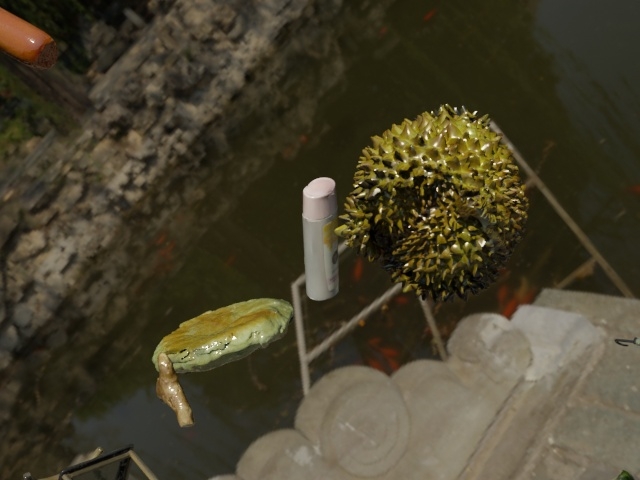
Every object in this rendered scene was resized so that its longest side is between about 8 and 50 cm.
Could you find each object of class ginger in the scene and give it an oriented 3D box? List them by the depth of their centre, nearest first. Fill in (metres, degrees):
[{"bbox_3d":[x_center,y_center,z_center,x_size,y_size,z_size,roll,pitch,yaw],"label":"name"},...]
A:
[{"bbox_3d":[-0.181,0.183,0.940,0.030,0.097,0.048,-20,-15,-22],"label":"ginger"}]

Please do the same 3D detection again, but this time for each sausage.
[{"bbox_3d":[-0.590,-0.392,1.487,0.076,0.197,0.076,-57,-11,-18],"label":"sausage"}]

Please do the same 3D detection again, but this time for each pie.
[{"bbox_3d":[-0.192,0.188,1.522,0.306,0.071,0.306,-22,9,4],"label":"pie"}]

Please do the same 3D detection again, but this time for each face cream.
[{"bbox_3d":[0.000,0.000,1.735,0.073,0.269,0.107,7,29,17],"label":"face cream"}]

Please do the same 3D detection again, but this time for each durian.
[{"bbox_3d":[0.153,-0.044,1.066,0.293,0.258,0.258,115,177,-47],"label":"durian"}]

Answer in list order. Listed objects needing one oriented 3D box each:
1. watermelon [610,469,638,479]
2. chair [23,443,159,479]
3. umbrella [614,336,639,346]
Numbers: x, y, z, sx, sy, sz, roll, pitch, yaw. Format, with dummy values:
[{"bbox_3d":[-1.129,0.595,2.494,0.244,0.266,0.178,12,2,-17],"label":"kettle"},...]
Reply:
[{"bbox_3d":[0.193,0.280,0.667,0.301,0.129,0.123,122,161,-46],"label":"watermelon"},{"bbox_3d":[-0.467,0.515,1.609,0.272,0.188,0.166,34,119,33],"label":"chair"},{"bbox_3d":[0.643,0.193,1.426,0.269,0.044,0.044,-9,52,62],"label":"umbrella"}]
